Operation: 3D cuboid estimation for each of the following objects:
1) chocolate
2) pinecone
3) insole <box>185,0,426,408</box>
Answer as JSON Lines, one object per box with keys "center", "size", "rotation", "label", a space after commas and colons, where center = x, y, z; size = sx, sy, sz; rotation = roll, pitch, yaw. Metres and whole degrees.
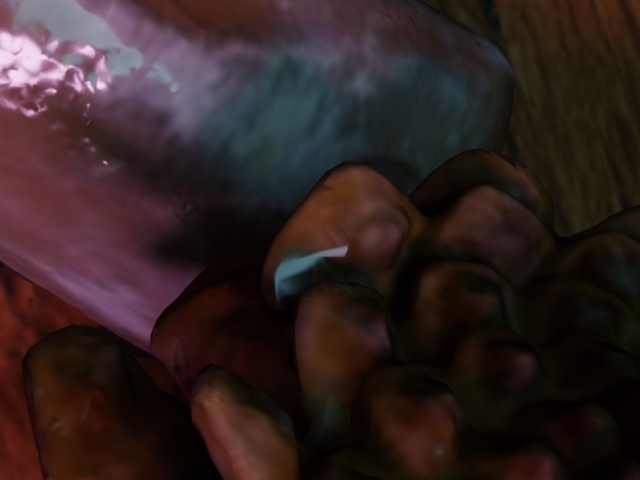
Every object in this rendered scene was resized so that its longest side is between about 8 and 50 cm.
{"center": [-0.039, -0.048, 0.610], "size": [0.261, 0.083, 0.161], "rotation": [29, 77, -31], "label": "chocolate"}
{"center": [0.042, 0.191, 0.539], "size": [0.384, 0.384, 0.384], "rotation": [-4, 96, -36], "label": "pinecone"}
{"center": [0.000, 0.000, 0.695], "size": [0.063, 0.010, 0.192], "rotation": [26, 79, -34], "label": "insole"}
